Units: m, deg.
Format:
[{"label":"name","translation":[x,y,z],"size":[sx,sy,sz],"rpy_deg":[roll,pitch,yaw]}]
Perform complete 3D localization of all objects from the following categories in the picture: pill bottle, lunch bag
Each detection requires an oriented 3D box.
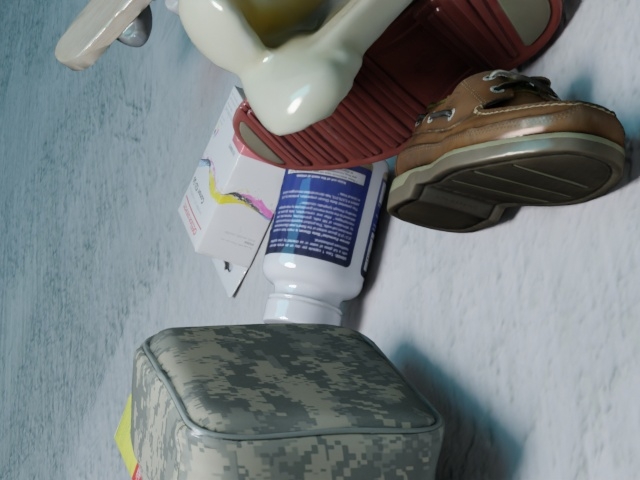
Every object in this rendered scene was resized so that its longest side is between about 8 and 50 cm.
[{"label":"pill bottle","translation":[0.000,0.000,1.720],"size":[0.094,0.094,0.169],"rpy_deg":[-16,58,65]},{"label":"lunch bag","translation":[-0.034,0.218,1.472],"size":[0.305,0.212,0.256],"rpy_deg":[-139,52,-70]}]

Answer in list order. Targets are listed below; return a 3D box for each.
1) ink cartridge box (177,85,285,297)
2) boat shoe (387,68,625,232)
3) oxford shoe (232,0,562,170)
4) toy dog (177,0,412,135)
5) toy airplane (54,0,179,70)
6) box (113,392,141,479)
[{"label":"ink cartridge box","translation":[-0.094,-0.051,2.033],"size":[0.198,0.067,0.115],"rpy_deg":[-65,22,17]},{"label":"boat shoe","translation":[0.133,-0.081,1.434],"size":[0.307,0.110,0.104],"rpy_deg":[-14,61,66]},{"label":"oxford shoe","translation":[0.070,-0.168,1.620],"size":[0.348,0.123,0.130],"rpy_deg":[-25,33,34]},{"label":"toy dog","translation":[-0.088,-0.352,1.512],"size":[0.284,0.408,0.395],"rpy_deg":[-42,26,0]},{"label":"toy airplane","translation":[-0.146,-0.402,2.258],"size":[0.386,0.272,0.384],"rpy_deg":[-5,75,28]},{"label":"box","translation":[-0.143,0.230,1.901],"size":[0.058,0.087,0.232],"rpy_deg":[-67,22,12]}]
